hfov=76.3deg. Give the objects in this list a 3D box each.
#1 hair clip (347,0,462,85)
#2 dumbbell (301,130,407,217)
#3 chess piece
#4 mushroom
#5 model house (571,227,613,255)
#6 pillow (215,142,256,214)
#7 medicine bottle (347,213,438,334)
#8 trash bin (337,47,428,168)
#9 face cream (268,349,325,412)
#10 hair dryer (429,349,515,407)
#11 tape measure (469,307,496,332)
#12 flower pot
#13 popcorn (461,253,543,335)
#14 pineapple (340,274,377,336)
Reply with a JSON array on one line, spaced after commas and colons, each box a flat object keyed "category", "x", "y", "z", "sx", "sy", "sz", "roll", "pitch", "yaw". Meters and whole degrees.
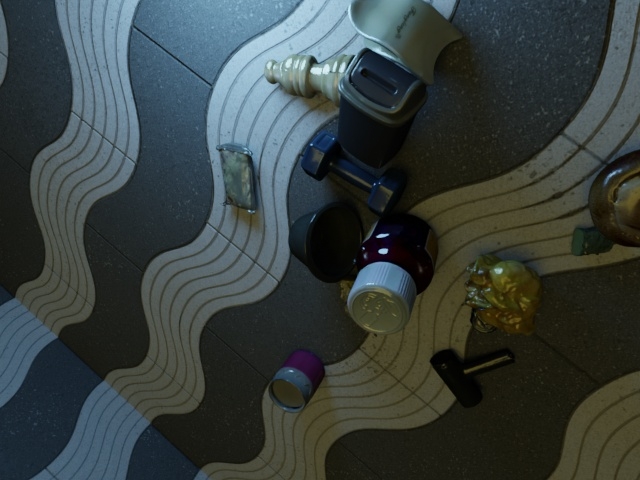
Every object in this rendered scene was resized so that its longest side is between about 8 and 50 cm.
[{"category": "hair clip", "x": 0.206, "y": -0.547, "z": 1.068, "sx": 0.282, "sy": 0.113, "sz": 0.172, "roll": 30, "pitch": 84, "yaw": 22}, {"category": "dumbbell", "x": 0.103, "y": -0.205, "z": 1.265, "sx": 0.325, "sy": 0.160, "sz": 0.144, "roll": 31, "pitch": 91, "yaw": 10}, {"category": "chess piece", "x": -0.037, "y": -0.492, "z": 1.240, "sx": 0.307, "sy": 0.124, "sz": 0.138, "roll": 16, "pitch": 149, "yaw": 24}, {"category": "mushroom", "x": 0.780, "y": -0.101, "z": 0.968, "sx": 0.253, "sy": 0.153, "sz": 0.253, "roll": 10, "pitch": 117, "yaw": 21}, {"category": "model house", "x": 0.735, "y": 0.005, "z": 1.100, "sx": 0.083, "sy": 0.066, "sz": 0.078, "roll": 0, "pitch": 101, "yaw": 7}, {"category": "pillow", "x": -0.303, "y": -0.232, "z": 1.505, "sx": 0.169, "sy": 0.059, "sz": 0.254, "roll": 11, "pitch": 117, "yaw": 22}, {"category": "medicine bottle", "x": 0.203, "y": 0.087, "z": 1.198, "sx": 0.243, "sy": 0.395, "sz": 0.242, "roll": 12, "pitch": 120, "yaw": 22}, {"category": "trash bin", "x": 0.154, "y": -0.350, "z": 1.100, "sx": 0.209, "sy": 0.182, "sz": 0.290, "roll": 38, "pitch": 157, "yaw": 14}, {"category": "face cream", "x": -0.095, "y": 0.572, "z": 1.660, "sx": 0.175, "sy": 0.195, "sz": 0.175, "roll": 10, "pitch": 116, "yaw": 21}, {"category": "hair dryer", "x": 0.529, "y": 0.436, "z": 1.367, "sx": 0.251, "sy": 0.089, "sz": 0.197, "roll": -33, "pitch": 93, "yaw": 26}, {"category": "tape measure", "x": 0.523, "y": 0.247, "z": 1.302, "sx": 0.091, "sy": 0.054, "sz": 0.094, "roll": -6, "pitch": 102, "yaw": 30}, {"category": "flower pot", "x": 0.000, "y": 0.000, "z": 1.364, "sx": 0.166, "sy": 0.269, "sz": 0.268, "roll": 7, "pitch": 115, "yaw": 45}, {"category": "popcorn", "x": 0.535, "y": 0.148, "z": 1.172, "sx": 0.254, "sy": 0.191, "sz": 0.190, "roll": 37, "pitch": 162, "yaw": -8}, {"category": "pineapple", "x": 0.164, "y": 0.211, "z": 1.432, "sx": 0.186, "sy": 0.114, "sz": 0.236, "roll": -34, "pitch": 90, "yaw": 33}]
